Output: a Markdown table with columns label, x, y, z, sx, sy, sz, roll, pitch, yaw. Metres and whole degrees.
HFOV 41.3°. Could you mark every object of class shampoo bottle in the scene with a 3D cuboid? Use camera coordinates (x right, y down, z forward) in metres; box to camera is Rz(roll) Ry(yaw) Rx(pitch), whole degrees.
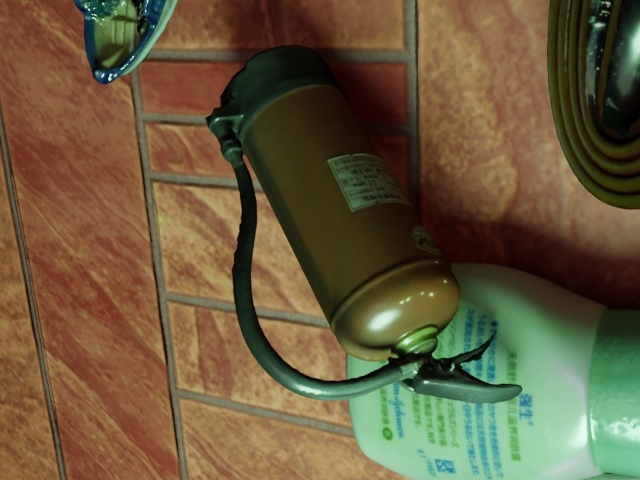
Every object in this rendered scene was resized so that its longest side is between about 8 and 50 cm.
| label | x | y | z | sx | sy | sz | roll | pitch | yaw |
| --- | --- | --- | --- | --- | --- | --- | --- | --- | --- |
| shampoo bottle | 0.205 | 0.131 | 0.775 | 0.350 | 0.151 | 0.221 | 0 | 96 | 29 |

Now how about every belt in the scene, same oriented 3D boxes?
| label | x | y | z | sx | sy | sz | roll | pitch | yaw |
| --- | --- | --- | --- | --- | --- | --- | --- | --- | --- |
| belt | 0.267 | -0.187 | 0.585 | 0.217 | 0.122 | 0.338 | -128 | 33 | -56 |

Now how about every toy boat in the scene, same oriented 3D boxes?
| label | x | y | z | sx | sy | sz | roll | pitch | yaw |
| --- | --- | --- | --- | --- | --- | --- | --- | --- | --- |
| toy boat | -0.211 | -0.292 | 0.862 | 0.114 | 0.115 | 0.262 | 13 | 115 | 24 |

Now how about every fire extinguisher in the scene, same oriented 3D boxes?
| label | x | y | z | sx | sy | sz | roll | pitch | yaw |
| --- | --- | --- | --- | --- | --- | --- | --- | --- | --- |
| fire extinguisher | 0.002 | 0.005 | 0.745 | 0.376 | 0.200 | 0.113 | 60 | 168 | 27 |

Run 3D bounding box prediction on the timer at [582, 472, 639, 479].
| label | x | y | z | sx | sy | sz | roll | pitch | yaw |
| --- | --- | --- | --- | --- | --- | --- | --- | --- | --- |
| timer | 0.324 | 0.329 | 0.824 | 0.237 | 0.087 | 0.262 | -12 | 102 | 31 |
